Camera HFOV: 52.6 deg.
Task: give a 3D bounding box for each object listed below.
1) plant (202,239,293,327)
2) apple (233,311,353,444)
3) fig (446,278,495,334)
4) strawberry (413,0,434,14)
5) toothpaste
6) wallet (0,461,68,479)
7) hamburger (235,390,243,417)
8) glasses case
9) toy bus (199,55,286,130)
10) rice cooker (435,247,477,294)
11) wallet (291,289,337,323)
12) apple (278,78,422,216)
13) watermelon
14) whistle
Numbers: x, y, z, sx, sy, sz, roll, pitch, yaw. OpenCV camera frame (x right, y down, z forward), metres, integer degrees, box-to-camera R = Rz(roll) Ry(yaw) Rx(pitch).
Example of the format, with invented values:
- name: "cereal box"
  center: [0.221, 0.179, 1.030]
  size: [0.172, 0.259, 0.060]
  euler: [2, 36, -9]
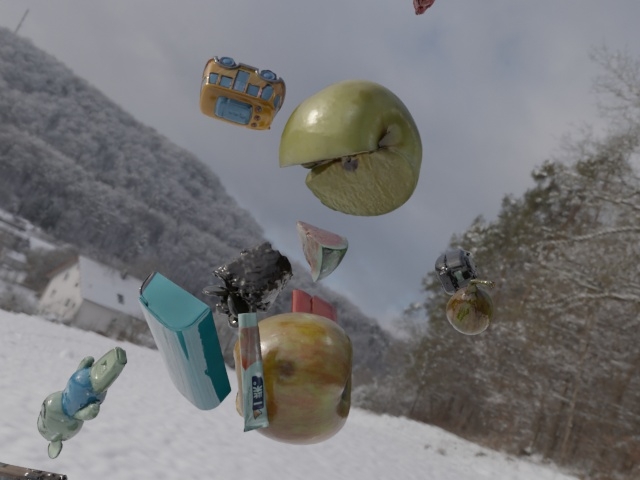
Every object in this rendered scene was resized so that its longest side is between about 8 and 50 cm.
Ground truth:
- name: "plant"
  center: [-0.225, 0.144, 2.052]
  size: [0.199, 0.276, 0.188]
  euler: [35, -28, 17]
- name: "apple"
  center: [-0.058, 0.273, 1.293]
  size: [0.264, 0.264, 0.264]
  euler: [24, -9, 4]
- name: "fig"
  center: [0.443, 0.192, 1.926]
  size: [0.186, 0.142, 0.148]
  euler: [67, -8, -31]
- name: "strawberry"
  center: [0.219, -0.533, 1.164]
  size: [0.178, 0.233, 0.234]
  euler: [-13, -18, 11]
- name: "toothpaste"
  center: [-0.121, 0.232, 1.153]
  size: [0.056, 0.205, 0.036]
  euler: [1, -8, -43]
- name: "wallet"
  center: [-0.616, 0.465, 1.209]
  size: [0.317, 0.168, 0.044]
  euler: [7, 34, 4]
- name: "hamburger"
  center: [-0.118, 0.384, 1.711]
  size: [0.163, 0.244, 0.244]
  euler: [28, -7, 22]
- name: "glasses case"
  center: [-0.222, 0.178, 1.058]
  size: [0.117, 0.070, 0.301]
  euler: [30, -30, 21]
- name: "toy bus"
  center: [-0.195, -0.350, 1.585]
  size: [0.210, 0.136, 0.126]
  euler: [16, -45, -8]
- name: "rice cooker"
  center: [0.457, 0.104, 2.177]
  size: [0.142, 0.118, 0.203]
  euler: [60, 22, -9]
- name: "wallet"
  center: [-0.013, 0.214, 1.693]
  size: [0.142, 0.045, 0.204]
  euler: [30, 22, -15]
- name: "apple"
  center: [0.064, -0.205, 1.351]
  size: [0.295, 0.233, 0.258]
  euler: [28, -21, -36]
- name: "watermelon"
  center: [0.021, 0.007, 2.050]
  size: [0.136, 0.207, 0.202]
  euler: [-16, -70, 40]
- name: "whistle"
  center: [-0.389, 0.251, 1.044]
  size: [0.077, 0.236, 0.114]
  euler: [24, 32, -40]
